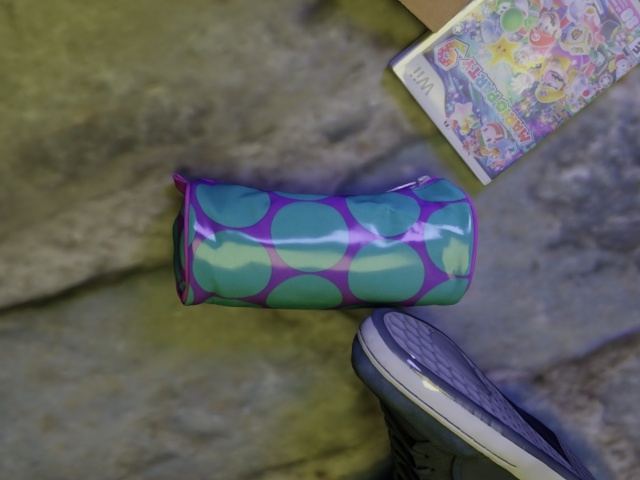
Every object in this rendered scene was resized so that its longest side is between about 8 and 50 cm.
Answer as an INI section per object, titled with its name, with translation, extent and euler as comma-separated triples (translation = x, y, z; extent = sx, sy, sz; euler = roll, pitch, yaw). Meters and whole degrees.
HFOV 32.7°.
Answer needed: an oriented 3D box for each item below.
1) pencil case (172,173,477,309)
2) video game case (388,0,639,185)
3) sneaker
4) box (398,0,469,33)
[pencil case]
translation = 0.000, 0.000, 0.564
extent = 0.151, 0.064, 0.070
euler = 0, 74, -9
[video game case]
translation = 0.108, -0.098, 0.571
extent = 0.122, 0.011, 0.087
euler = -39, 113, 7
[sneaker]
translation = 0.047, 0.144, 0.600
extent = 0.163, 0.086, 0.226
euler = -40, 130, 8
[box]
translation = 0.069, -0.212, 0.483
extent = 0.201, 0.021, 0.164
euler = -43, 123, 17
